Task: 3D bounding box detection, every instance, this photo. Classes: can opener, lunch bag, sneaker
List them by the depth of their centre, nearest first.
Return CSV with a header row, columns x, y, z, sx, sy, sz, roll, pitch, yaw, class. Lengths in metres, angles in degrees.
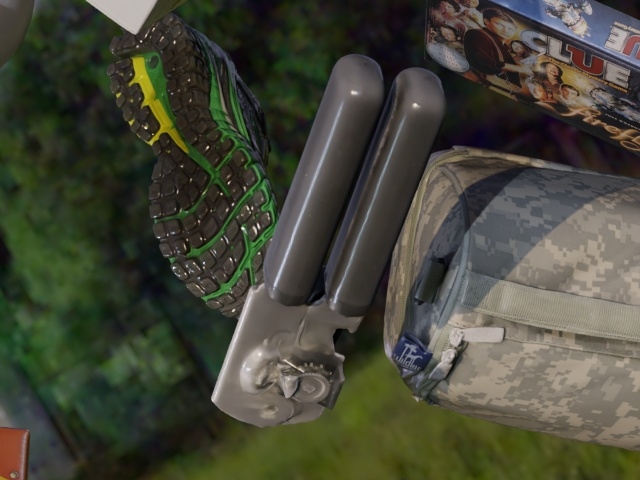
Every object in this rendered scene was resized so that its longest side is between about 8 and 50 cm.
x,y,z,sx,sy,sz,roll,pitch,yaw,class
0.000,0.000,1.160,0.095,0.076,0.283,-98,23,-53,can opener
0.203,0.047,1.438,0.305,0.213,0.256,10,2,-7,lunch bag
-0.090,-0.077,1.878,0.134,0.343,0.146,-32,-28,29,sneaker

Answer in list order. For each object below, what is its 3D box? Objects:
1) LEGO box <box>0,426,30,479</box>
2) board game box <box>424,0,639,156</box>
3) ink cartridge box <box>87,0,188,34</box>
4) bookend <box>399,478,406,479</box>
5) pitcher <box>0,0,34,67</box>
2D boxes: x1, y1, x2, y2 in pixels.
x,y,z,sx,sy,sz,roll,pitch,yaw,class
-0.444,0.392,1.542,0.372,0.500,0.193,8,-41,-15,LEGO box
0.208,-0.162,1.641,0.042,0.243,0.165,-61,-12,-18,board game box
-0.083,-0.204,1.164,0.109,0.063,0.150,-55,-4,29,ink cartridge box
0.114,0.298,1.918,0.156,0.072,0.157,3,-24,-27,bookend
-0.260,-0.127,1.232,0.207,0.125,0.178,-90,13,-65,pitcher
